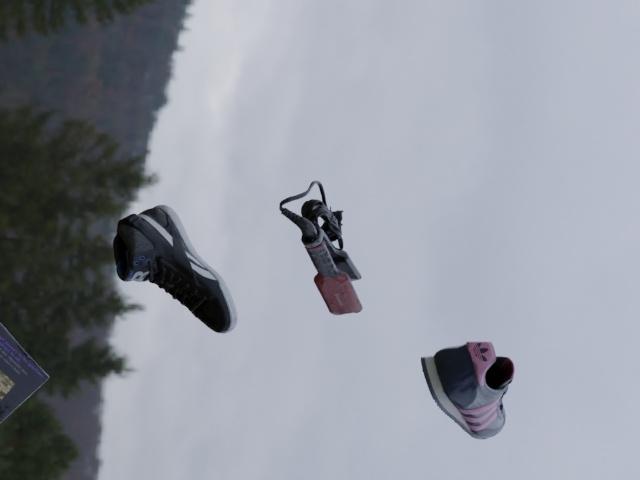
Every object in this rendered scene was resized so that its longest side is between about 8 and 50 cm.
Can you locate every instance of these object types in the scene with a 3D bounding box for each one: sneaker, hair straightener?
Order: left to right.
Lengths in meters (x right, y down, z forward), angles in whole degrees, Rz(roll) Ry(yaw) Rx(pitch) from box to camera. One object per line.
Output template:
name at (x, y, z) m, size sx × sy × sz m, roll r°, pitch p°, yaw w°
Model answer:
sneaker at (-0.220, 0.057, 1.654) m, size 0.217 × 0.121 × 0.079 m, roll 54°, pitch -46°, yaw 12°
hair straightener at (0.000, 0.000, 1.263) m, size 0.230 × 0.047 × 0.089 m, roll 54°, pitch 32°, yaw -58°
sneaker at (0.284, 0.256, 1.978) m, size 0.319 × 0.131 × 0.112 m, roll 39°, pitch 31°, yaw -58°

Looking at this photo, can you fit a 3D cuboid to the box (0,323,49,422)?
box at (-0.578, 0.264, 1.783) m, size 0.165 × 0.143 × 0.270 m, roll -36°, pitch -173°, yaw 40°
